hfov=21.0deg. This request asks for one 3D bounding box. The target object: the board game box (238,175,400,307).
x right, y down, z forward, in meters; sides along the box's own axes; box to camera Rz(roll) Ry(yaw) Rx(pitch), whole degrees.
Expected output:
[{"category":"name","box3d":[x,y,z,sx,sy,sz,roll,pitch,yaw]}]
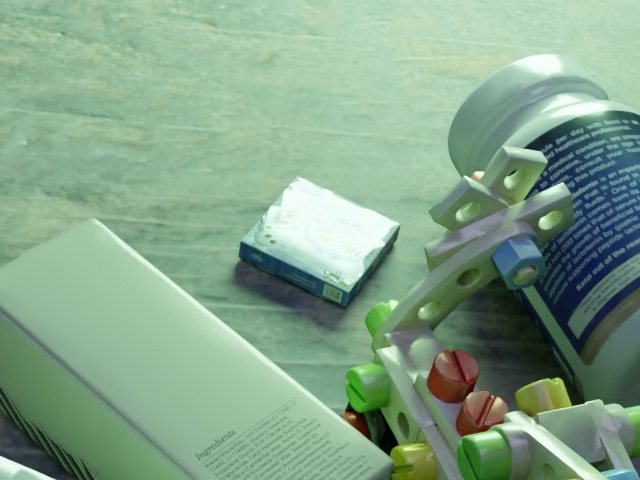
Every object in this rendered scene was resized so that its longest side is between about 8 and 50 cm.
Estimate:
[{"category":"board game box","box3d":[0.000,0.000,1.274,0.090,0.020,0.090,26,45,14]}]

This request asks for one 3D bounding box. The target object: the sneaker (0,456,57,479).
[{"category":"sneaker","box3d":[-0.153,0.255,0.912,0.322,0.130,0.236,22,54,2]}]

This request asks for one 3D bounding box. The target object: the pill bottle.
[{"category":"pill bottle","box3d":[0.201,-0.004,1.229,0.153,0.153,0.265,-10,48,-23]}]

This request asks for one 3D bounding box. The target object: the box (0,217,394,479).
[{"category":"box","box3d":[-0.095,0.112,1.082,0.275,0.094,0.113,38,48,25]}]

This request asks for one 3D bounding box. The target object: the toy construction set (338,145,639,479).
[{"category":"toy construction set","box3d":[0.104,0.100,1.052,0.151,0.215,0.328,2,44,-12]}]
